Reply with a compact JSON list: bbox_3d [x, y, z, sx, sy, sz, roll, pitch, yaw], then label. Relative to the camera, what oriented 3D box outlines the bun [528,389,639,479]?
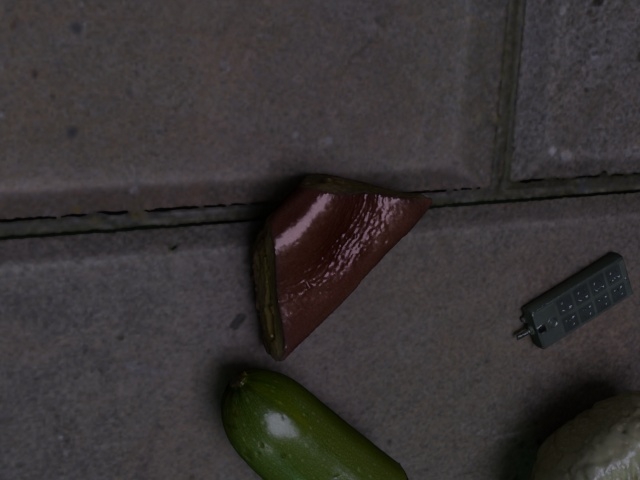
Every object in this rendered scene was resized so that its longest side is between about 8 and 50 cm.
[{"bbox_3d":[0.295,0.251,1.087,0.221,0.134,0.220,-7,112,-17],"label":"bun"}]

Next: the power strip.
[{"bbox_3d":[0.248,0.062,1.068,0.136,0.019,0.051,-29,118,-15],"label":"power strip"}]

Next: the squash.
[{"bbox_3d":[-0.018,0.176,0.942,0.095,0.095,0.188,-47,114,-5],"label":"squash"}]

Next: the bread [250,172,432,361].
[{"bbox_3d":[0.000,0.000,0.901,0.192,0.067,0.119,-43,127,-6],"label":"bread"}]
